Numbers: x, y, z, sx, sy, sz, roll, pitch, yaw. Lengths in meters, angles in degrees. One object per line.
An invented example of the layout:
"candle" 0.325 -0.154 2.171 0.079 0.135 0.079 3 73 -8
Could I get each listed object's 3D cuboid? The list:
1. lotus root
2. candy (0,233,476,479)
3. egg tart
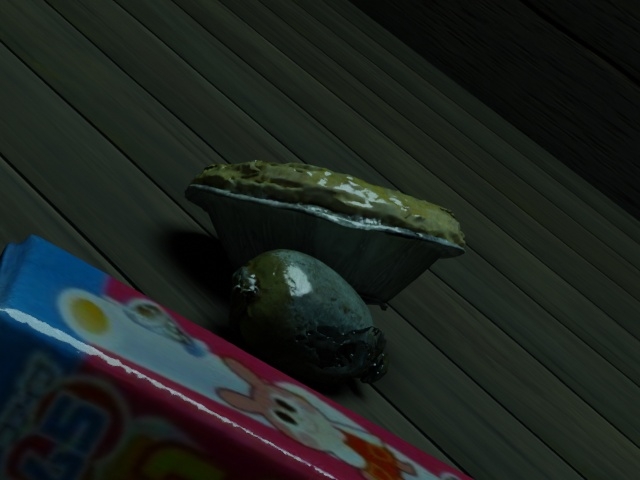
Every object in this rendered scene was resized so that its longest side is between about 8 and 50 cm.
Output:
"lotus root" -0.003 0.062 1.294 0.165 0.088 0.088 35 10 -37
"candy" -0.040 0.144 0.757 0.306 0.157 0.100 31 14 -10
"egg tart" 0.000 0.000 1.400 0.234 0.094 0.234 11 -5 1
